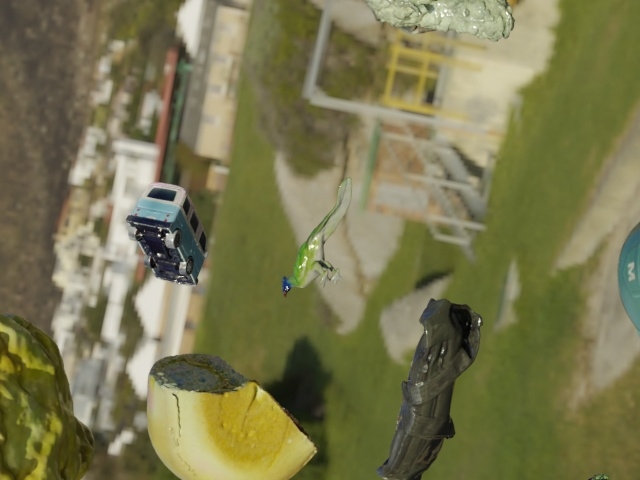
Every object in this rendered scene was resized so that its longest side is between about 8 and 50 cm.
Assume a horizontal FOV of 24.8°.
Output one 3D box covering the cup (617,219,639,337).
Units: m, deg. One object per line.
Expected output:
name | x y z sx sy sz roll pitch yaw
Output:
cup | 0.523 0.069 1.877 0.257 0.219 0.290 152 119 -63

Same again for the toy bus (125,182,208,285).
toy bus | -0.170 -0.008 1.664 0.123 0.060 0.075 71 -145 -54

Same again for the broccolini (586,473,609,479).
broccolini | 0.366 0.337 1.779 0.030 0.035 0.140 54 -176 -36

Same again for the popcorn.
popcorn | -0.430 0.251 1.893 0.292 0.293 0.334 -27 -48 -27

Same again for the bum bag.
bum bag | 0.158 0.217 2.045 0.142 0.079 0.326 -25 -44 -47

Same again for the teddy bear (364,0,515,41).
teddy bear | 0.069 -0.236 1.270 0.111 0.213 0.133 -37 -38 -21

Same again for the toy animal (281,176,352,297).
toy animal | 0.007 0.014 1.974 0.075 0.041 0.217 59 136 29

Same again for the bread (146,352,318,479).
bread | -0.138 0.240 1.871 0.156 0.261 0.158 -48 33 -12
